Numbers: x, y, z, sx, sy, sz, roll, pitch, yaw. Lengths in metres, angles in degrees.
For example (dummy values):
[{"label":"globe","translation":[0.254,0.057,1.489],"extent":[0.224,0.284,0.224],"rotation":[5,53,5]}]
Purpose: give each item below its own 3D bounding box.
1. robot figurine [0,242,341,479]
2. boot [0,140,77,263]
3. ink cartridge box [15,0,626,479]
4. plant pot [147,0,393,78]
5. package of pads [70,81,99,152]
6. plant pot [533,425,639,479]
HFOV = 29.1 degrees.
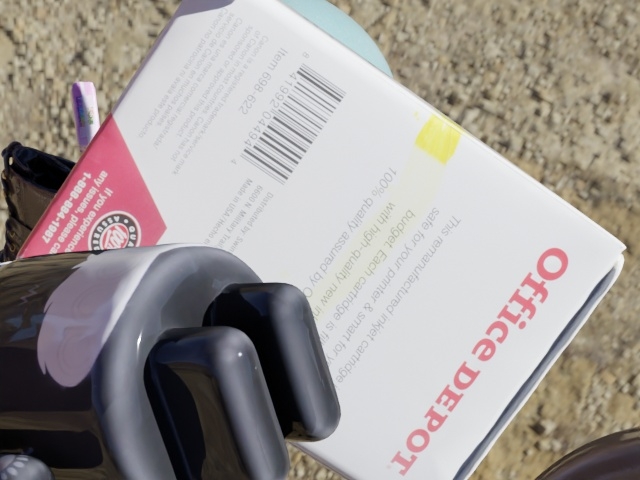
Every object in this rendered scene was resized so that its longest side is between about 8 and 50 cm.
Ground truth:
[{"label":"robot figurine","translation":[-0.127,0.092,0.757],"extent":[0.278,0.209,0.173],"rotation":[-5,71,34]},{"label":"boot","translation":[-0.281,-0.004,1.175],"extent":[0.263,0.229,0.091],"rotation":[18,46,10]},{"label":"ink cartridge box","translation":[0.000,0.000,0.997],"extent":[0.385,0.160,0.279],"rotation":[34,99,-7]},{"label":"plant pot","translation":[-0.076,-0.153,1.308],"extent":[0.290,0.195,0.290],"rotation":[-3,77,13]},{"label":"package of pads","translation":[-0.294,-0.154,1.551],"extent":[0.032,0.050,0.083],"rotation":[-8,84,-10]},{"label":"plant pot","translation":[0.173,0.233,0.596],"extent":[0.263,0.263,0.229],"rotation":[44,16,15]}]
